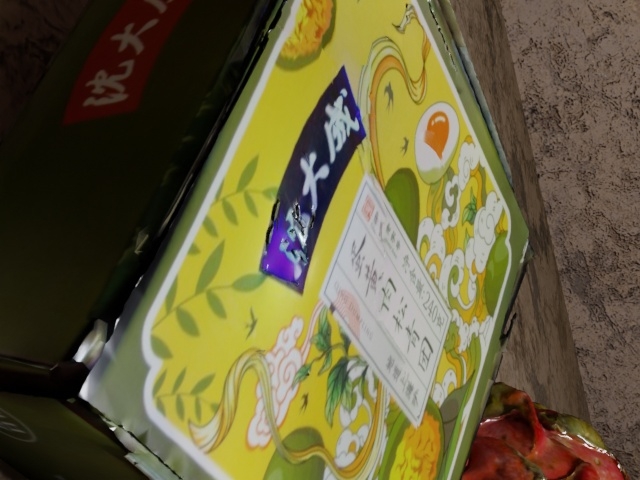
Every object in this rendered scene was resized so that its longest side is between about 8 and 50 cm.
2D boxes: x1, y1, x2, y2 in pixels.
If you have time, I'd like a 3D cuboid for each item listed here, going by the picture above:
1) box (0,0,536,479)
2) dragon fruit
[{"bbox_3d":[-0.013,0.023,0.698,0.420,0.138,0.373,57,47,-46],"label":"box"},{"bbox_3d":[0.142,0.246,1.071,0.263,0.314,0.296,44,12,-22],"label":"dragon fruit"}]
